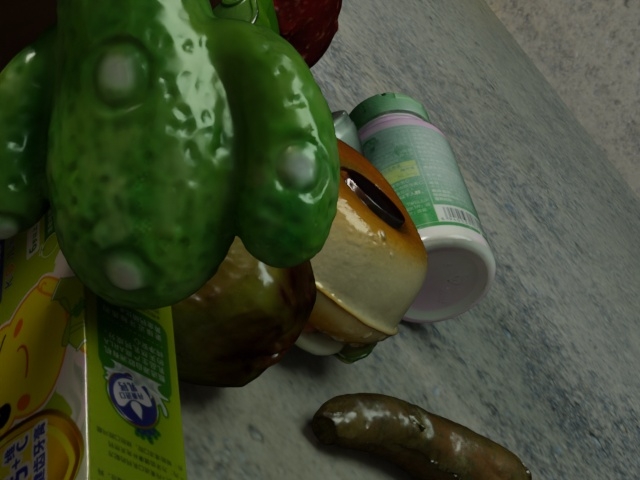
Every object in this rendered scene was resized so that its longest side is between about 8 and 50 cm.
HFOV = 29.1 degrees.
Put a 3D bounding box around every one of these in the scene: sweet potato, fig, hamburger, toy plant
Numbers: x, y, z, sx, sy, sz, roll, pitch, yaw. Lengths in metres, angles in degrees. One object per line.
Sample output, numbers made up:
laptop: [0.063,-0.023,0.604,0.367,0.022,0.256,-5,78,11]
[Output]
sweet potato: [0.096,0.188,1.112,0.273,0.075,0.075,30,30,-34]
fig: [-0.088,0.033,0.926,0.165,0.144,0.154,26,-6,-7]
hamburger: [-0.003,-0.003,1.121,0.237,0.147,0.237,42,19,-19]
toy plant: [-0.114,-0.117,0.723,0.184,0.224,0.316,43,36,-77]

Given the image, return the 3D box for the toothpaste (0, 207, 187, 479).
toothpaste: [-0.151,0.088,0.760,0.077,0.110,0.327,35,27,-36]

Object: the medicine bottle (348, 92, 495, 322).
medicine bottle: [0.100,-0.047,1.388,0.133,0.133,0.274,33,30,-35]

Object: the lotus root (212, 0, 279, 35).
lotus root: [-0.105,-0.150,1.171,0.186,0.186,0.186,40,25,-23]

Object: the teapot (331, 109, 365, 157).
teapot: [-0.009,-0.067,1.300,0.111,0.149,0.108,-35,103,-30]

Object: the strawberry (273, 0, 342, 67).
strawberry: [-0.098,-0.284,1.309,0.220,0.274,0.274,-30,79,-29]

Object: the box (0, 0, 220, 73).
box: [-0.261,-0.270,0.948,0.339,0.239,0.229,21,39,-50]
